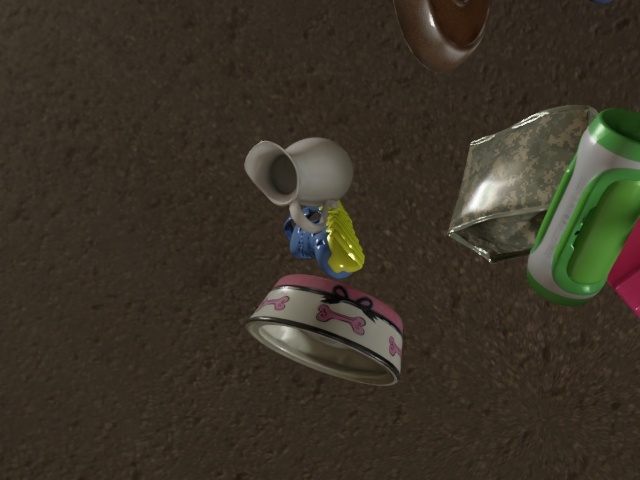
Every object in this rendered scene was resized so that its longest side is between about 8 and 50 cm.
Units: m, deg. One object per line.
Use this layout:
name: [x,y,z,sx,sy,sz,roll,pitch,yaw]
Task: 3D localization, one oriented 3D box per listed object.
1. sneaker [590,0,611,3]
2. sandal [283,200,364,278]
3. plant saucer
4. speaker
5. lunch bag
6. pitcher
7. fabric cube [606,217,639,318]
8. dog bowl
sneaker: [0.342,-0.279,0.635,0.296,0.112,0.131,-40,84,-19]
sandal: [0.000,0.000,1.471,0.138,0.317,0.126,-30,109,7]
plant saucer: [0.228,-0.455,1.283,0.050,0.311,0.310,5,77,40]
speaker: [0.412,-0.042,1.097,0.131,0.131,0.296,30,131,21]
lunch bag: [0.412,-0.107,1.401,0.287,0.169,0.235,-22,44,55]
pitcher: [-0.015,-0.096,1.284,0.125,0.207,0.177,-35,79,30]
fabric cube: [0.748,-0.002,1.667,0.258,0.259,0.254,-40,43,16]
dog bowl: [0.026,0.223,1.846,0.408,0.408,0.150,14,68,20]
